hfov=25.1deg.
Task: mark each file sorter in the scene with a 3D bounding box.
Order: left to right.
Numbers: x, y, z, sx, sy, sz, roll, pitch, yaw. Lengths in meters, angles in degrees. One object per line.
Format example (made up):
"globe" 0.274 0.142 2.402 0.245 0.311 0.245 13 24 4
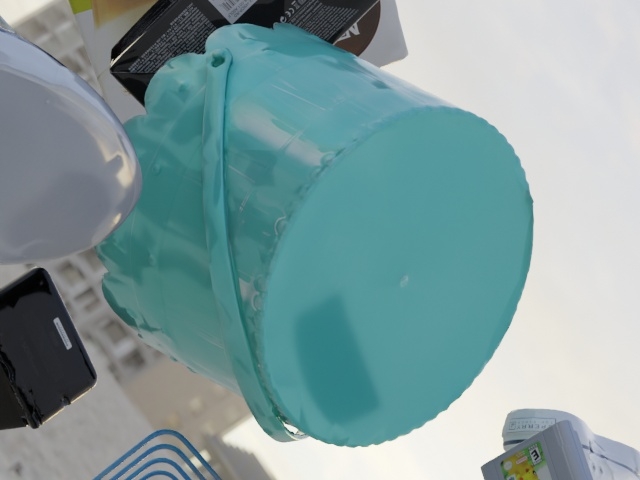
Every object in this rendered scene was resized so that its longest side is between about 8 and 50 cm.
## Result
"file sorter" -0.125 0.226 1.065 0.104 0.118 0.170 48 -22 13

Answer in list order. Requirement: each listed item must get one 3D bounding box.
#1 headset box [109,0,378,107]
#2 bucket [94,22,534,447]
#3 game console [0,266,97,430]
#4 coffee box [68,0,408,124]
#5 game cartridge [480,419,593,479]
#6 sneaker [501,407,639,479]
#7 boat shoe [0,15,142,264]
"headset box" -0.065 -0.190 1.207 0.110 0.218 0.293 46 1 -13
"bucket" 0.000 0.000 0.999 0.183 0.281 0.281 28 -31 46
"game console" -0.263 0.092 1.199 0.071 0.107 0.122 13 -49 50
"coffee box" -0.130 -0.352 1.633 0.338 0.338 0.334 -116 -172 -61
"game cartridge" 0.139 0.156 0.924 0.083 0.017 0.056 -41 -121 42
"sneaker" 0.219 0.216 1.264 0.094 0.091 0.258 -3 -19 31
"boat shoe" -0.246 -0.106 0.728 0.367 0.136 0.156 23 32 -48
